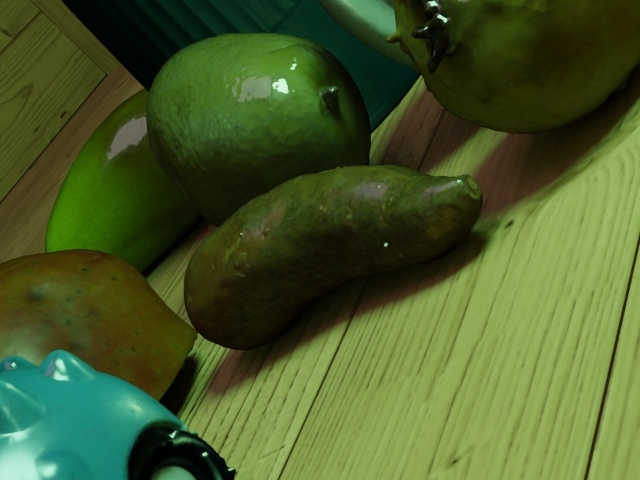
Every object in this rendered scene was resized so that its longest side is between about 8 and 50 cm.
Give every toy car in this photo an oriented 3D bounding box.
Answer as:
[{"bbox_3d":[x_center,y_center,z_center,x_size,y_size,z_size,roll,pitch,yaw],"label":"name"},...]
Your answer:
[{"bbox_3d":[-0.183,0.173,0.747,0.188,0.190,0.255,-28,25,45],"label":"toy car"}]

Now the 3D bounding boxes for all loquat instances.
[{"bbox_3d":[0.137,-0.152,0.815,0.204,0.172,0.149,-10,21,-20],"label":"loquat"}]

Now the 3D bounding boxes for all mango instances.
[{"bbox_3d":[-0.198,-0.062,1.451,0.273,0.149,0.185,-46,17,15],"label":"mango"}]

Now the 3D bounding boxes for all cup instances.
[{"bbox_3d":[-0.059,-0.225,1.233,0.308,0.292,0.242,-27,24,51],"label":"cup"}]

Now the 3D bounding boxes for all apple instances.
[{"bbox_3d":[-0.255,0.181,1.044,0.328,0.295,0.365,17,58,30],"label":"apple"}]

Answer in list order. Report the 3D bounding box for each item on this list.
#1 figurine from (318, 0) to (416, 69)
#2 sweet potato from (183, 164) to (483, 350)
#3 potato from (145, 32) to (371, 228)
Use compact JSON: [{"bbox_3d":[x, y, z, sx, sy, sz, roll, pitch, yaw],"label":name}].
[{"bbox_3d":[0.165,-0.234,0.919,0.381,0.205,0.224,-14,12,35],"label":"figurine"},{"bbox_3d":[0.001,-0.002,0.893,0.291,0.097,0.097,-29,23,45],"label":"sweet potato"},{"bbox_3d":[-0.046,-0.085,1.060,0.251,0.174,0.159,-14,51,61],"label":"potato"}]
